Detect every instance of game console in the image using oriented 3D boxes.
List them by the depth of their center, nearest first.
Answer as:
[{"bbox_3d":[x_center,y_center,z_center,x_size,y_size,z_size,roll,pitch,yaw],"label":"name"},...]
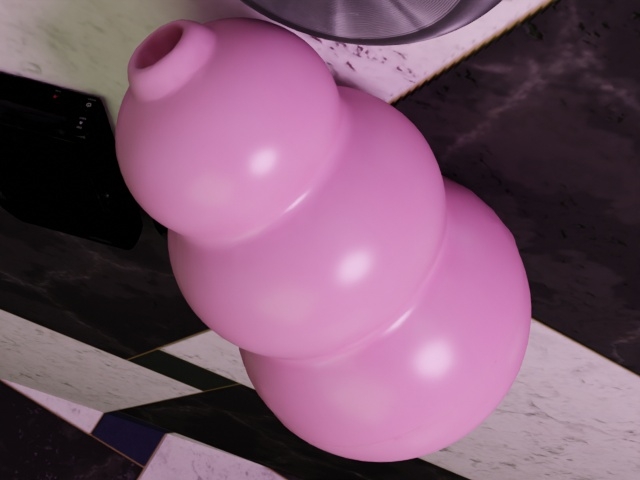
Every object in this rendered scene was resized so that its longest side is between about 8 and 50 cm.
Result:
[{"bbox_3d":[-0.127,-0.035,0.707,0.361,0.044,0.213,14,156,4],"label":"game console"}]

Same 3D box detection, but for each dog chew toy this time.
[{"bbox_3d":[0.000,0.000,0.527,0.206,0.207,0.332,-4,142,37],"label":"dog chew toy"}]

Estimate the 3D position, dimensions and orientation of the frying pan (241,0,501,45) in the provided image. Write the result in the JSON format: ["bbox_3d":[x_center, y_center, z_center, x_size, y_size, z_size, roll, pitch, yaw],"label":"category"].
[{"bbox_3d":[0.012,-0.177,0.319,0.197,0.053,0.326,14,159,4],"label":"frying pan"}]
